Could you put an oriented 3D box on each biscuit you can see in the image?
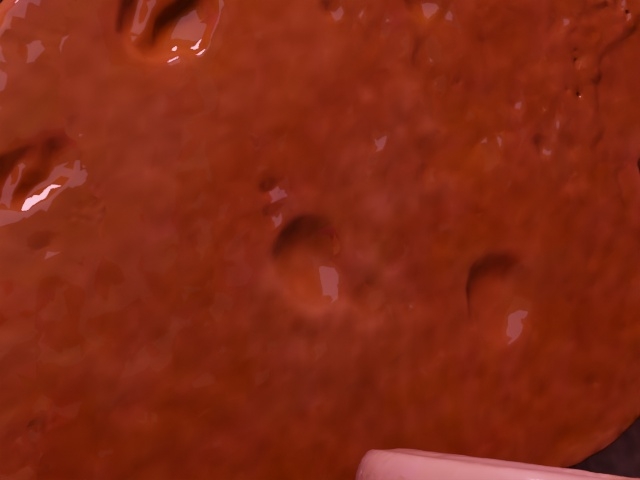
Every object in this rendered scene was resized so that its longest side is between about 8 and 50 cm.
[{"bbox_3d":[-0.002,0.000,0.513,0.376,0.051,0.269,-36,103,-16],"label":"biscuit"}]

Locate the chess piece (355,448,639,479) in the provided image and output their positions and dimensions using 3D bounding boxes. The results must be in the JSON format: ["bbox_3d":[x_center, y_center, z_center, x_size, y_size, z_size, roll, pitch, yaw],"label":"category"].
[{"bbox_3d":[0.077,0.220,0.415,0.167,0.167,0.300,7,80,-2],"label":"chess piece"}]

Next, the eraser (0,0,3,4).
[{"bbox_3d":[-0.201,-0.199,0.596,0.404,0.098,0.096,42,70,10],"label":"eraser"}]
